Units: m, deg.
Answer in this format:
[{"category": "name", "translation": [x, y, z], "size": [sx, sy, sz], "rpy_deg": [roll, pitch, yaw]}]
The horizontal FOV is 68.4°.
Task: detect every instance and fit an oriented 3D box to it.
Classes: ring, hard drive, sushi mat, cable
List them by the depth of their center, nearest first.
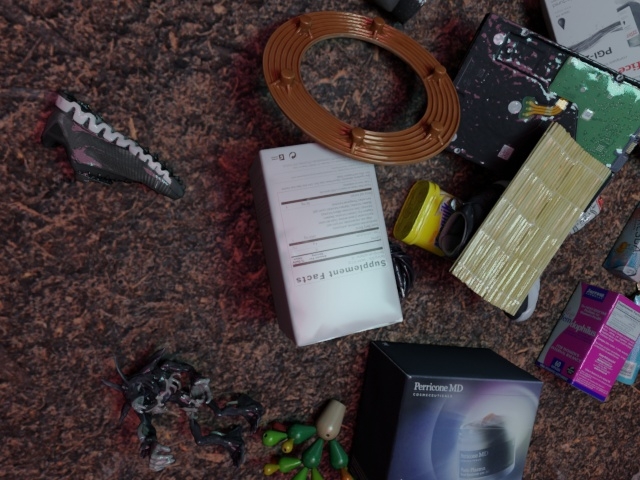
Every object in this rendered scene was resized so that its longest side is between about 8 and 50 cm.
[{"category": "ring", "translation": [0.076, -0.262, 0.755], "size": [0.337, 0.032, 0.336], "rpy_deg": [7, 59, -13]}, {"category": "sushi mat", "translation": [0.361, -0.034, 0.807], "size": [0.151, 0.019, 0.316], "rpy_deg": [35, 89, -18]}, {"category": "hard drive", "translation": [0.391, -0.224, 0.849], "size": [0.339, 0.064, 0.236], "rpy_deg": [24, 117, 0]}, {"category": "cable", "translation": [0.100, 0.063, 0.908], "size": [0.184, 0.047, 0.150], "rpy_deg": [38, 89, -17]}]

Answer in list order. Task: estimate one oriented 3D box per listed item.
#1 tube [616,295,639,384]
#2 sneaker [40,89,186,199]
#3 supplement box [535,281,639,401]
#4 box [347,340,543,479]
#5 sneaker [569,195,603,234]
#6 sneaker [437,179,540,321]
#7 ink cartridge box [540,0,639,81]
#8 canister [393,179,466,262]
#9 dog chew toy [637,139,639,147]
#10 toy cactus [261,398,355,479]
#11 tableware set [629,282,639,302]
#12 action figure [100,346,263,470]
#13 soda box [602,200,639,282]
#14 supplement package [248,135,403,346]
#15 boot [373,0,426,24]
[{"category": "tube", "translation": [0.742, 0.234, 1.106], "size": [0.080, 0.052, 0.207], "rpy_deg": [12, 102, -8]}, {"category": "sneaker", "translation": [-0.330, -0.123, 0.744], "size": [0.234, 0.078, 0.106], "rpy_deg": [37, 91, -14]}, {"category": "supplement box", "translation": [0.601, 0.220, 1.044], "size": [0.114, 0.111, 0.220], "rpy_deg": [29, 90, -18]}, {"category": "box", "translation": [0.237, 0.373, 0.931], "size": [0.296, 0.183, 0.293], "rpy_deg": [7, 96, -17]}, {"category": "sneaker", "translation": [0.537, -0.143, 0.979], "size": [0.145, 0.090, 0.270], "rpy_deg": [28, 94, -19]}, {"category": "sneaker", "translation": [0.302, 0.033, 0.866], "size": [0.153, 0.101, 0.268], "rpy_deg": [-14, 100, -14]}, {"category": "ink cartridge box", "translation": [0.521, -0.379, 0.874], "size": [0.159, 0.092, 0.217], "rpy_deg": [-17, 91, 26]}, {"category": "canister", "translation": [0.245, -0.029, 0.923], "size": [0.170, 0.073, 0.126], "rpy_deg": [22, 93, -20]}, {"category": "dog chew toy", "translation": [0.807, -0.312, 0.977], "size": [0.207, 0.207, 0.331], "rpy_deg": [33, 81, -18]}, {"category": "toy cactus", "translation": [-0.005, 0.401, 0.915], "size": [0.219, 0.112, 0.180], "rpy_deg": [32, 66, -1]}, {"category": "tableware set", "translation": [0.814, 0.187, 1.136], "size": [0.194, 0.039, 0.128], "rpy_deg": [36, 103, -12]}, {"category": "action figure", "translation": [-0.236, 0.289, 0.804], "size": [0.276, 0.141, 0.164], "rpy_deg": [29, 92, -21]}, {"category": "soda box", "translation": [0.727, 0.000, 1.072], "size": [0.063, 0.058, 0.183], "rpy_deg": [30, 89, -18]}, {"category": "supplement package", "translation": [0.000, 0.000, 0.777], "size": [0.175, 0.177, 0.292], "rpy_deg": [-11, 91, -14]}, {"category": "boot", "translation": [0.139, -0.566, 0.787], "size": [0.223, 0.118, 0.338], "rpy_deg": [30, 86, -13]}]
